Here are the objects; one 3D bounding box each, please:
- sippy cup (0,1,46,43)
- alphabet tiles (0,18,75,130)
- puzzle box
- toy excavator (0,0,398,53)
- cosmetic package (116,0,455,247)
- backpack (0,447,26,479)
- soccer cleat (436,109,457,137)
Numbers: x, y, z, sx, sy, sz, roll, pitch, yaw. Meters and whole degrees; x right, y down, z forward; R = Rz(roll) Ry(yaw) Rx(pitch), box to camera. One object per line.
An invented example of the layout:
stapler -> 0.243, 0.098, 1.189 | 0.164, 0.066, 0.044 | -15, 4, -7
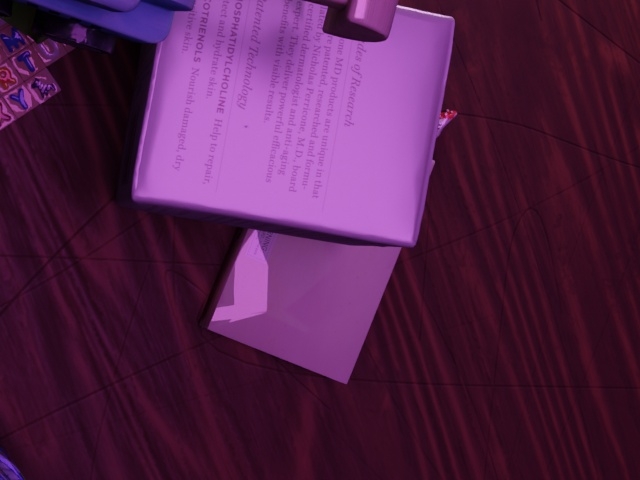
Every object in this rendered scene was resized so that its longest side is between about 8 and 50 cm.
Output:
sippy cup -> -0.449, -0.417, 1.586 | 0.305, 0.224, 0.240 | 19, 91, -33
alphabet tiles -> -0.464, -0.280, 1.736 | 0.237, 0.009, 0.198 | -37, 109, -17
puzzle box -> 0.000, 0.000, 1.955 | 0.272, 0.052, 0.409 | 25, 84, -24
toy excavator -> -0.186, -0.322, 1.372 | 0.432, 0.445, 0.222 | 15, 92, -36
cosmetic package -> -0.067, -0.177, 1.716 | 0.393, 0.329, 0.328 | 10, 88, -14
backpack -> -0.575, 0.351, 1.629 | 0.355, 0.273, 0.290 | 32, 74, -36
soccer cleat -> 0.199, -0.195, 2.046 | 0.083, 0.029, 0.036 | -30, 115, -16
